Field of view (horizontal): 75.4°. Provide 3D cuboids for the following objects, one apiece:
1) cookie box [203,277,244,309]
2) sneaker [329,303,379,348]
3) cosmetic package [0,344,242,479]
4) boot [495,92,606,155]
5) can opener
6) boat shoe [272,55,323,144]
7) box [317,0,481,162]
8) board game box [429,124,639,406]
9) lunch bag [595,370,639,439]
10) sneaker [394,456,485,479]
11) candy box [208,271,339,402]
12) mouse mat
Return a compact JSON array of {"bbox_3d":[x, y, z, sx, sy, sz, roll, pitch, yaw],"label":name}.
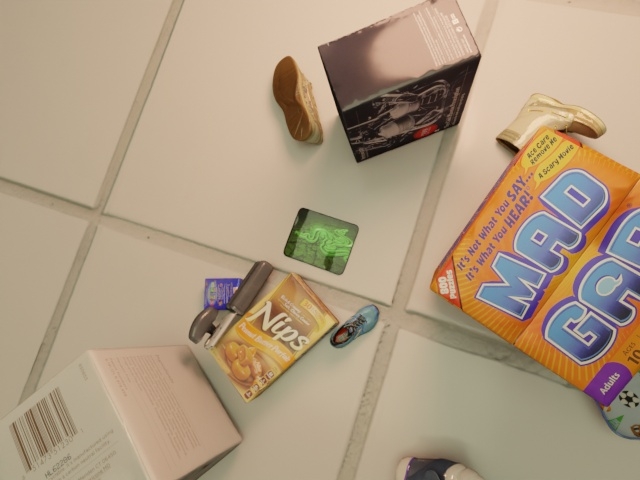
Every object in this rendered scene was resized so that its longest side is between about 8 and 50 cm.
[{"bbox_3d":[-0.279,0.156,1.198,0.107,0.040,0.092,-1,81,11],"label":"cookie box"},{"bbox_3d":[0.091,0.233,1.098,0.162,0.073,0.063,-42,76,2],"label":"sneaker"},{"bbox_3d":[-0.465,0.479,0.992,0.329,0.393,0.327,-40,72,3],"label":"cosmetic package"},{"bbox_3d":[0.585,-0.273,1.065,0.165,0.077,0.213,-48,53,2],"label":"boot"},{"bbox_3d":[-0.242,0.162,1.120,0.095,0.076,0.283,40,67,-19],"label":"can opener"},{"bbox_3d":[-0.067,-0.414,1.237,0.104,0.089,0.285,-23,73,33],"label":"boat shoe"},{"bbox_3d":[0.191,-0.378,1.041,0.312,0.343,0.179,-19,78,8],"label":"box"},{"bbox_3d":[0.487,0.038,0.875,0.356,0.356,0.356,35,100,14],"label":"board game box"},{"bbox_3d":[0.733,0.283,0.877,0.303,0.115,0.243,-35,70,43],"label":"lunch bag"},{"bbox_3d":[0.284,0.663,0.914,0.236,0.130,0.323,-12,66,40],"label":"sneaker"},{"bbox_3d":[-0.127,0.260,1.128,0.316,0.087,0.183,-43,75,3],"label":"candy box"},{"bbox_3d":[0.000,0.000,1.189,0.189,0.007,0.153,19,85,12],"label":"mouse mat"}]
